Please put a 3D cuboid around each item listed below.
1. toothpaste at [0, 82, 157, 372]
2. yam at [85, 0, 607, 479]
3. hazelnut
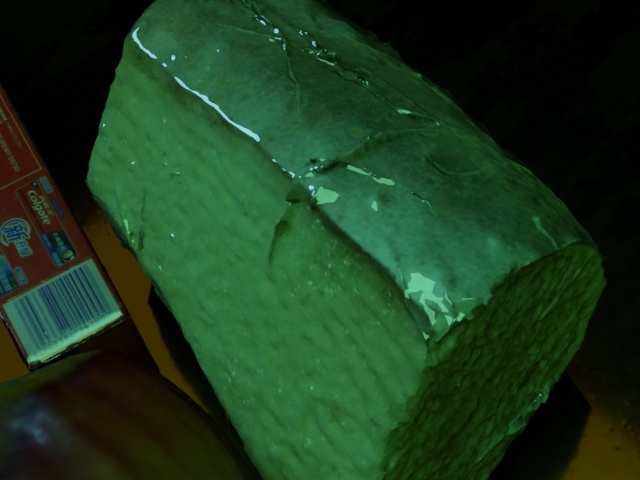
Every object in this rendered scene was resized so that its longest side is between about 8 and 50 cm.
[{"bbox_3d":[-0.198,-0.048,0.939,0.066,0.076,0.320,-28,63,-8],"label":"toothpaste"},{"bbox_3d":[0.004,-0.003,0.829,0.271,0.202,0.201,41,34,24],"label":"yam"},{"bbox_3d":[-0.122,0.167,0.755,0.212,0.181,0.181,-39,42,12],"label":"hazelnut"}]
